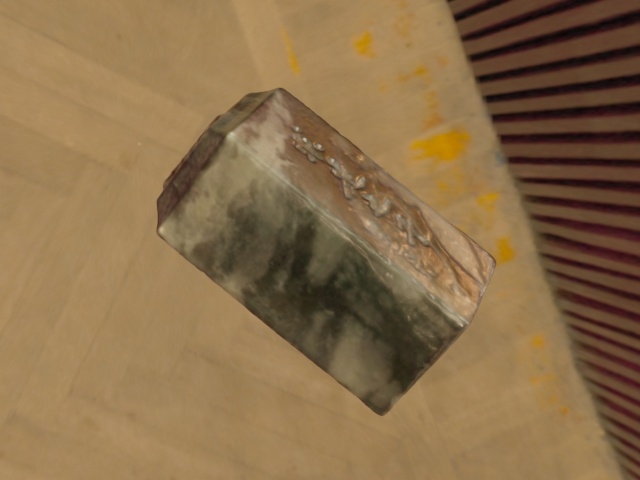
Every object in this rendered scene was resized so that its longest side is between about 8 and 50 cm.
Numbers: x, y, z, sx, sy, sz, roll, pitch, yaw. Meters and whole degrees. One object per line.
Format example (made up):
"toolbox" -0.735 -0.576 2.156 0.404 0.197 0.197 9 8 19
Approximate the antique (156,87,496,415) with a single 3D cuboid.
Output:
"antique" 0.000 0.000 0.756 0.183 0.088 0.086 39 121 -2
